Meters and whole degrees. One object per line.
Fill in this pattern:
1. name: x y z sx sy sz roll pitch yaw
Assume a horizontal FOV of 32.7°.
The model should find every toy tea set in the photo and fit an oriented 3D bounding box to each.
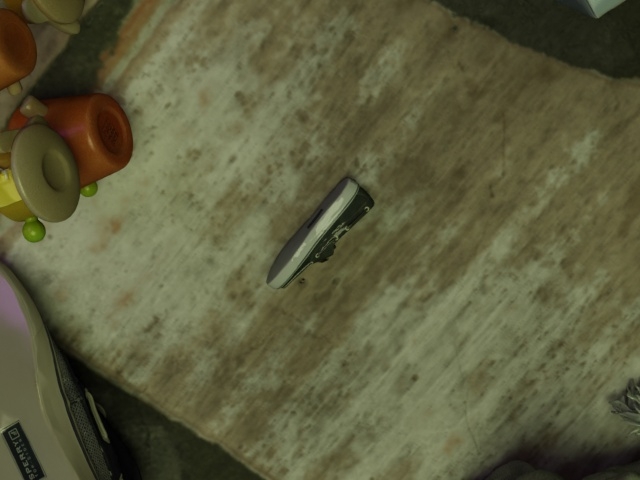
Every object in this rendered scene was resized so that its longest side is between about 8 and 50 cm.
1. toy tea set: -0.292 -0.167 0.979 0.124 0.200 0.336 -13 98 23

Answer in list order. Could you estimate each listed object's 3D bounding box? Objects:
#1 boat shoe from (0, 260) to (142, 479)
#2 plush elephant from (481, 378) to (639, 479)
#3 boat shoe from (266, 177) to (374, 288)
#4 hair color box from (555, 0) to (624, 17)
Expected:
1. boat shoe: -0.290 0.178 1.132 0.127 0.158 0.341 -23 82 7
2. plush elephant: 0.294 0.332 1.165 0.255 0.272 0.330 -11 82 -16
3. boat shoe: 0.000 0.000 1.126 0.040 0.049 0.142 37 100 -17
4. hair color box: 0.209 -0.298 0.868 0.185 0.374 0.114 -34 109 7
